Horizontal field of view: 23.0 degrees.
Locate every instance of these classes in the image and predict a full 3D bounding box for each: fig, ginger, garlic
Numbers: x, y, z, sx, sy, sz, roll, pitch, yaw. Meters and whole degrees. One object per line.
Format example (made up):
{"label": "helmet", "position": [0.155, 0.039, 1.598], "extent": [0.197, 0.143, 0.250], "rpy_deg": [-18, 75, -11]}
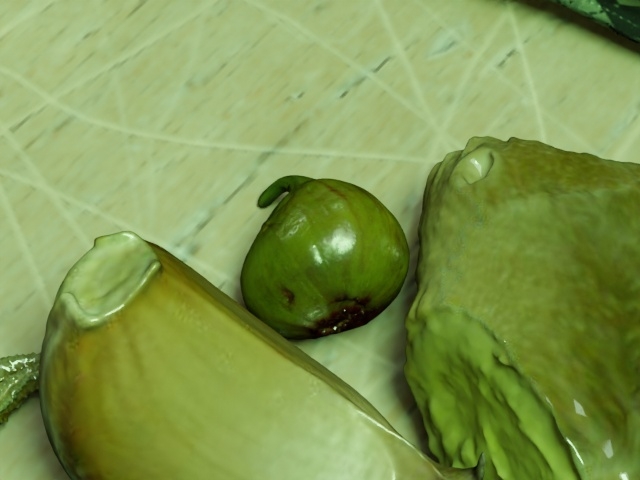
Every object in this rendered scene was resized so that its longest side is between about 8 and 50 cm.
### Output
{"label": "fig", "position": [0.000, 0.000, 0.803], "extent": [0.082, 0.084, 0.098], "rpy_deg": [3, 59, -31]}
{"label": "ginger", "position": [0.148, 0.063, 0.783], "extent": [0.221, 0.130, 0.276], "rpy_deg": [-27, 82, -37]}
{"label": "garlic", "position": [-0.041, 0.080, 0.743], "extent": [0.206, 0.128, 0.115], "rpy_deg": [29, 17, -13]}

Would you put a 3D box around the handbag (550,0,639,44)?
{"label": "handbag", "position": [0.267, -0.303, 0.966], "extent": [0.316, 0.180, 0.416], "rpy_deg": [24, 57, -11]}

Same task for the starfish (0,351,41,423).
{"label": "starfish", "position": [-0.201, 0.125, 0.716], "extent": [0.240, 0.043, 0.227], "rpy_deg": [-35, 73, -30]}
